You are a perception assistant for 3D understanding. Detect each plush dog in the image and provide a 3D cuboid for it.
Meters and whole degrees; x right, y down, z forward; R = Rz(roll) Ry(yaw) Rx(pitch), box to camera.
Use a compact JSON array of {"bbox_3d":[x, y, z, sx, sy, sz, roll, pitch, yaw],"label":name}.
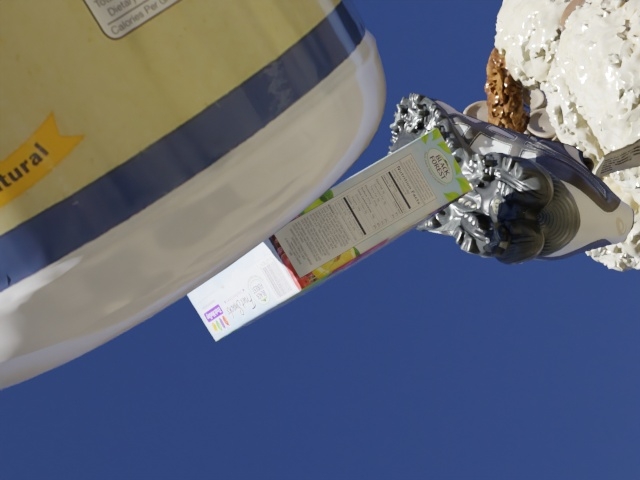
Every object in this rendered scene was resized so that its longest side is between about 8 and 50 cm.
[{"bbox_3d":[0.220,-0.144,1.149,0.262,0.225,0.211,-49,-45,4],"label":"plush dog"}]

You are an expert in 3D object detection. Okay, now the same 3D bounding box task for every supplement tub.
[{"bbox_3d":[-0.143,-0.126,0.542,0.228,0.228,0.316,-38,-75,-28],"label":"supplement tub"}]

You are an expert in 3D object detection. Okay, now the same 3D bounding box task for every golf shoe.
[{"bbox_3d":[0.104,-0.031,0.907,0.094,0.198,0.077,4,-70,-25],"label":"golf shoe"}]

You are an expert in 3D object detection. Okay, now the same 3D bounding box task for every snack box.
[{"bbox_3d":[0.000,0.000,0.750,0.100,0.141,0.037,-29,-91,-23],"label":"snack box"}]

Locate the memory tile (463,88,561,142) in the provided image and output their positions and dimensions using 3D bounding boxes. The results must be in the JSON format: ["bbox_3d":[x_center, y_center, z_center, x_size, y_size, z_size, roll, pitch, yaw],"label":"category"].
[{"bbox_3d":[0.160,-0.069,1.244,0.113,0.148,0.012,-23,-47,-13],"label":"memory tile"}]
